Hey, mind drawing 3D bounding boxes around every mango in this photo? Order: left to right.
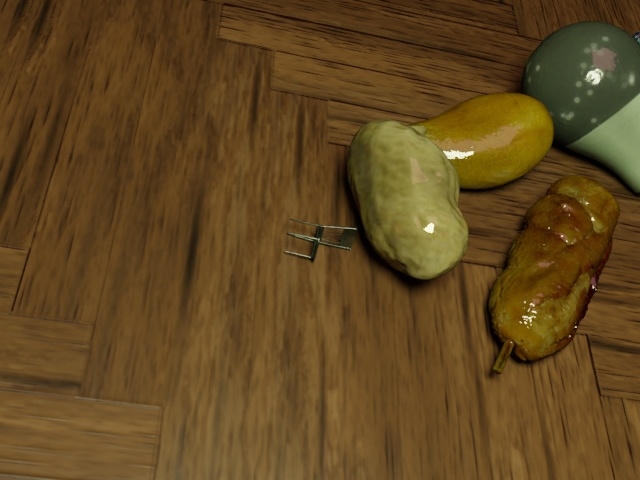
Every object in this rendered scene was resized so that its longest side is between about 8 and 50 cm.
[{"bbox_3d":[0.212,-0.133,1.102,0.227,0.099,0.136,-12,62,-16],"label":"mango"}]

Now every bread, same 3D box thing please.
[{"bbox_3d":[0.285,0.037,0.999,0.124,0.084,0.344,32,51,8],"label":"bread"}]

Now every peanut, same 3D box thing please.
[{"bbox_3d":[0.107,-0.050,0.983,0.129,0.129,0.224,-4,61,-21],"label":"peanut"}]

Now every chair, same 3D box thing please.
[{"bbox_3d":[0.001,0.001,0.966,0.086,0.037,0.042,9,39,-6],"label":"chair"}]

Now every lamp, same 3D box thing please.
[{"bbox_3d":[0.433,-0.182,1.185,0.314,0.182,0.182,38,49,-13],"label":"lamp"}]

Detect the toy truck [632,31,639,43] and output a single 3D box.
[{"bbox_3d":[0.527,-0.295,1.352,0.073,0.090,0.056,-38,65,11],"label":"toy truck"}]
